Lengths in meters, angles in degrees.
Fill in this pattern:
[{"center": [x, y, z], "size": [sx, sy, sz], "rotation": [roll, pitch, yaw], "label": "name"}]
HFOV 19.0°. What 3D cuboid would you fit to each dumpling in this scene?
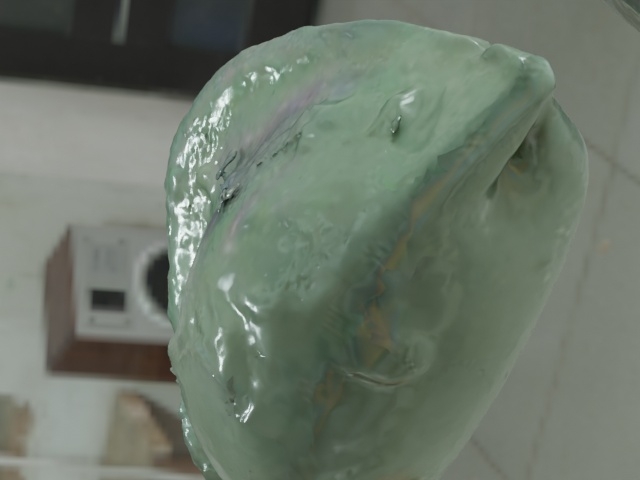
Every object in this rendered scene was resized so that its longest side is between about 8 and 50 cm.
[{"center": [0.000, 0.007, 0.639], "size": [0.217, 0.149, 0.105], "rotation": [-60, -6, 30], "label": "dumpling"}]

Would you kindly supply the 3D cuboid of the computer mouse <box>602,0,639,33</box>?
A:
[{"center": [0.213, -0.124, 0.784], "size": [0.331, 0.197, 0.095], "rotation": [-126, 29, -56], "label": "computer mouse"}]
